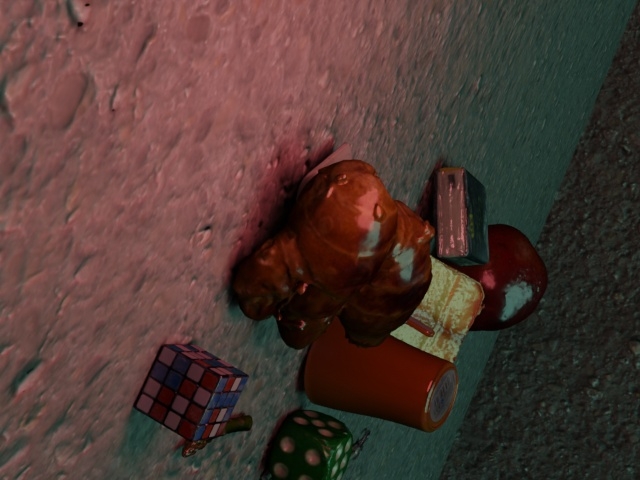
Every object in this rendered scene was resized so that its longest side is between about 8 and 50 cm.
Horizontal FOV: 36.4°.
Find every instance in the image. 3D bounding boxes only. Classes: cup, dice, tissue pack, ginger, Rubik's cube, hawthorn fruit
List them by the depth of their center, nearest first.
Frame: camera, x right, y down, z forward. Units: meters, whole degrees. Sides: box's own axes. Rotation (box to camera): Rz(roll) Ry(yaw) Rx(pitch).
[{"bbox_3d":[-0.163,0.192,1.239,0.092,0.092,0.092,-65,160,1],"label":"Rubik's cube"},{"bbox_3d":[0.033,0.049,1.378,0.274,0.152,0.357,-45,146,3],"label":"ginger"},{"bbox_3d":[0.111,0.223,1.768,0.182,0.264,0.226,-7,110,-58],"label":"cup"},{"bbox_3d":[-0.017,0.398,1.816,0.131,0.120,0.128,-13,120,-69],"label":"dice"},{"bbox_3d":[0.299,-0.046,2.077,0.257,0.081,0.185,16,73,-71],"label":"tissue pack"},{"bbox_3d":[0.383,0.100,2.323,0.307,0.265,0.265,-21,137,-37],"label":"hawthorn fruit"}]

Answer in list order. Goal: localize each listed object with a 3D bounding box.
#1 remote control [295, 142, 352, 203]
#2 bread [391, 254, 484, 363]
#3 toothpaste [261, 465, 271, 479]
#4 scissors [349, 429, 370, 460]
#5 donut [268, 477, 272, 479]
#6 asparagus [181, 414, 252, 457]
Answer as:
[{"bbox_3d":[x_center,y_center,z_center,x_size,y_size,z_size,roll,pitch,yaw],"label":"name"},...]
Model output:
[{"bbox_3d":[0.000,0.000,1.478,0.109,0.055,0.313,-45,153,-44],"label":"remote control"},{"bbox_3d":[0.195,0.156,2.000,0.263,0.198,0.236,-65,154,-3],"label":"bread"},{"bbox_3d":[-0.088,0.429,1.855,0.083,0.015,0.024,-47,154,-53],"label":"toothpaste"},{"bbox_3d":[0.083,0.518,2.397,0.085,0.022,0.176,-63,164,12],"label":"scissors"},{"bbox_3d":[-0.091,0.534,1.888,0.181,0.078,0.146,-66,159,10],"label":"donut"},{"bbox_3d":[-0.152,0.293,1.493,0.236,0.027,0.034,0,104,-69],"label":"asparagus"}]
